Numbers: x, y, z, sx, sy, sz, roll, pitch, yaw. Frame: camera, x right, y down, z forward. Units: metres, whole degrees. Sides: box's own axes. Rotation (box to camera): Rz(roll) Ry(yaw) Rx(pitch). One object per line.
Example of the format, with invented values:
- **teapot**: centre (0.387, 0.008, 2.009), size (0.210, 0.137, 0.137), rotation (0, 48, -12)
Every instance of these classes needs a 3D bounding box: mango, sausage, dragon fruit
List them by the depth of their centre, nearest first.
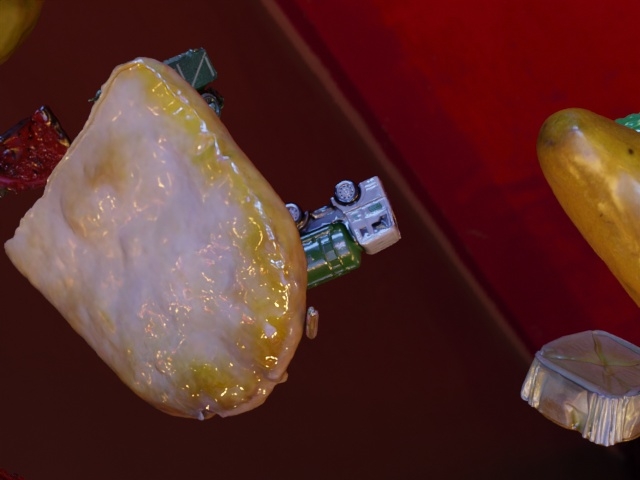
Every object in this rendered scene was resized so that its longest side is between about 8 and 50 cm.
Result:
- **mango**: centre (0.278, -0.017, 0.925), size (0.109, 0.157, 0.262), rotation (-38, 106, 4)
- **sausage**: centre (-0.010, 0.099, 1.339), size (0.015, 0.015, 0.100), rotation (-3, 158, -3)
- **dragon fruit**: centre (-0.456, -0.117, 1.710), size (0.192, 0.092, 0.122), rotation (-37, 167, -50)

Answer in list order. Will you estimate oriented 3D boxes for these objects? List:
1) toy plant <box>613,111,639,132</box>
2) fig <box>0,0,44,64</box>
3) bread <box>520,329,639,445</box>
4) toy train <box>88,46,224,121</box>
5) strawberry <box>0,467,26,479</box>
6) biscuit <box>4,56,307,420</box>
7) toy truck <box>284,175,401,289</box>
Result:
- **toy plant**: centre (0.347, -0.090, 1.106), size (0.240, 0.088, 0.154), rotation (-16, 176, -16)
- **fig**: centre (-0.476, -0.338, 1.233), size (0.343, 0.343, 0.343), rotation (-4, 147, -2)
- **bread**: centre (0.450, 0.240, 1.812), size (0.192, 0.209, 0.110), rotation (-15, 117, -36)
- **toy train**: centre (-0.284, -0.252, 2.071), size (0.115, 0.154, 0.269), rotation (-14, -166, 46)
- **strawberry**: centre (-0.417, 0.403, 1.332), size (0.274, 0.274, 0.220), rotation (-13, 165, 12)
- **biscuit**: centre (-0.196, 0.019, 1.457), size (0.104, 0.446, 0.429), rotation (-26, 156, -53)
- **toy truck**: centre (0.000, 0.000, 1.685), size (0.242, 0.125, 0.101), rotation (-24, 163, 5)
